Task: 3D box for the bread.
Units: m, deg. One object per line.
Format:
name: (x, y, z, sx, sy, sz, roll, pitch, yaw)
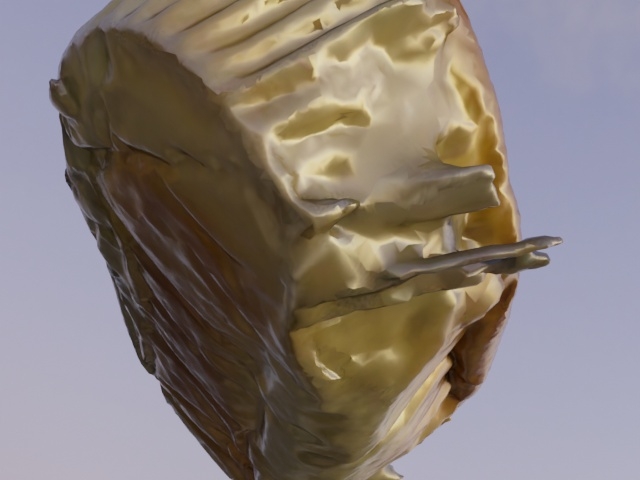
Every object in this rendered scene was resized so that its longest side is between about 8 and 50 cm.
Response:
bread: (-0.008, -0.010, 0.652, 0.236, 0.183, 0.388, 47, -22, 16)
